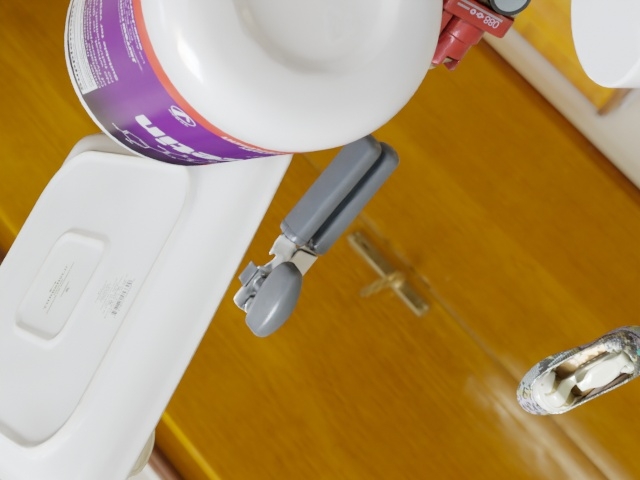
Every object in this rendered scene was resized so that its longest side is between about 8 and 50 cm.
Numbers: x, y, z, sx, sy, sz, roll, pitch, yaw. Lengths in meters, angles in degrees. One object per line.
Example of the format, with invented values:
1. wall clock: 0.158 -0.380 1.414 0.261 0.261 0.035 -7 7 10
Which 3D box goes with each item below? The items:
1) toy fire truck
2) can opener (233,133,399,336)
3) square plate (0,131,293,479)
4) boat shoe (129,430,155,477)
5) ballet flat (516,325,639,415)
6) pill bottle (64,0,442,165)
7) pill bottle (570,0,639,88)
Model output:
1. toy fire truck: 0.112 -0.293 1.333 0.217 0.158 0.246 22 120 -22
2. can opener: 0.000 0.000 1.302 0.076 0.095 0.283 24 111 -45
3. square plate: -0.209 0.046 0.919 0.049 0.344 0.347 35 75 -36
4. boat shoe: -0.319 0.215 1.333 0.319 0.099 0.116 49 54 -55
5. ballet flat: 0.173 0.094 0.713 0.114 0.041 0.041 -38 170 37
6. pill bottle: -0.068 -0.143 0.715 0.181 0.181 0.323 -37 -165 -19
7. pill bottle: 0.280 -0.132 0.585 0.264 0.146 0.146 -4 152 -14
